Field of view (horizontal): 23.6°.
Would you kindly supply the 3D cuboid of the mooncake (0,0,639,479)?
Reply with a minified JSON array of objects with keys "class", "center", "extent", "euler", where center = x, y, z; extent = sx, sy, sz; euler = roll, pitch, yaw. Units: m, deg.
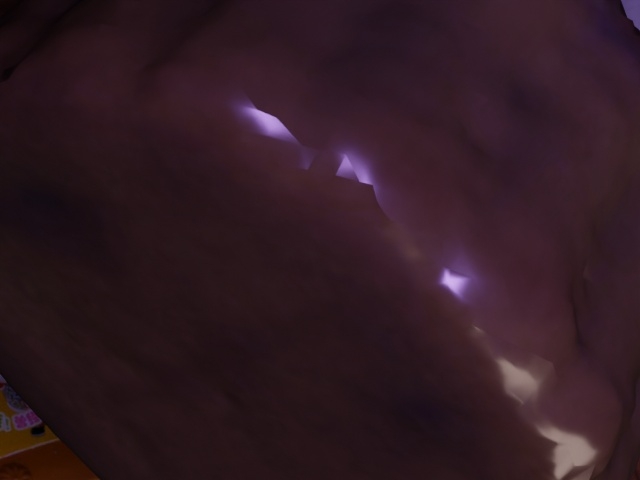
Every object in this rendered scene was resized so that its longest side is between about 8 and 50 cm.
[{"class":"mooncake","center":[-0.001,0.000,0.626],"extent":[0.187,0.324,0.324],"euler":[-53,-168,-32]}]

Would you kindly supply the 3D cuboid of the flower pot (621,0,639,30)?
[{"class":"flower pot","center":[0.161,-0.081,0.773],"extent":[0.246,0.195,0.246],"euler":[-2,-178,0]}]

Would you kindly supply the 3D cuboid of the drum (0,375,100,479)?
[{"class":"drum","center":[-0.341,0.176,1.243],"extent":[0.431,0.214,0.431],"euler":[-24,167,-6]}]
